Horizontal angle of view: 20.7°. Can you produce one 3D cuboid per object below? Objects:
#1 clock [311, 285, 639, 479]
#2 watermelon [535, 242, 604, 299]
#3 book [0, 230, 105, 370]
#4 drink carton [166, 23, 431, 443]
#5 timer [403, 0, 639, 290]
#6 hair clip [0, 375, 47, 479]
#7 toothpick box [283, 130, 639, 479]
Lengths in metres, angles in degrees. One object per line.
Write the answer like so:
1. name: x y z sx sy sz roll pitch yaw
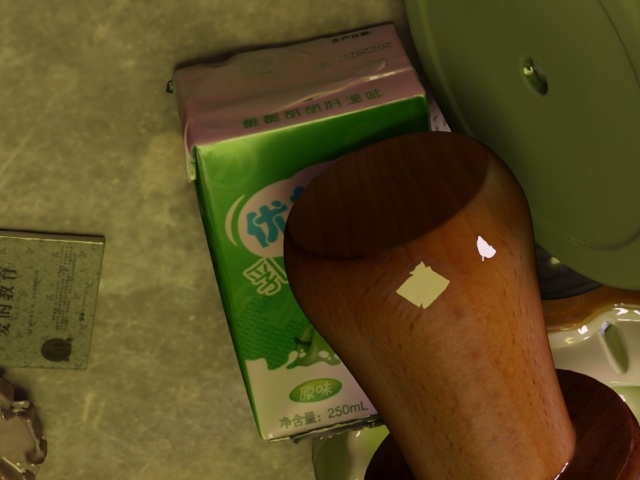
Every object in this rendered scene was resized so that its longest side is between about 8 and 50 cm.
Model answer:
1. clock: 0.193 0.163 1.354 0.348 0.117 0.286 -37 124 15
2. watermelon: 0.172 0.003 1.262 0.110 0.078 0.078 -18 126 3
3. book: -0.245 0.041 1.249 0.172 0.012 0.118 4 124 -13
4. drink carton: 0.000 0.000 1.207 0.161 0.108 0.271 -13 125 -4
5. timer: 0.253 -0.161 1.075 0.315 0.291 0.291 -27 129 -19
6. hair clip: -0.252 0.207 1.330 0.173 0.069 0.300 -32 114 11
7. toothpick box: 0.091 0.087 1.112 0.192 0.192 0.294 -21 121 4
